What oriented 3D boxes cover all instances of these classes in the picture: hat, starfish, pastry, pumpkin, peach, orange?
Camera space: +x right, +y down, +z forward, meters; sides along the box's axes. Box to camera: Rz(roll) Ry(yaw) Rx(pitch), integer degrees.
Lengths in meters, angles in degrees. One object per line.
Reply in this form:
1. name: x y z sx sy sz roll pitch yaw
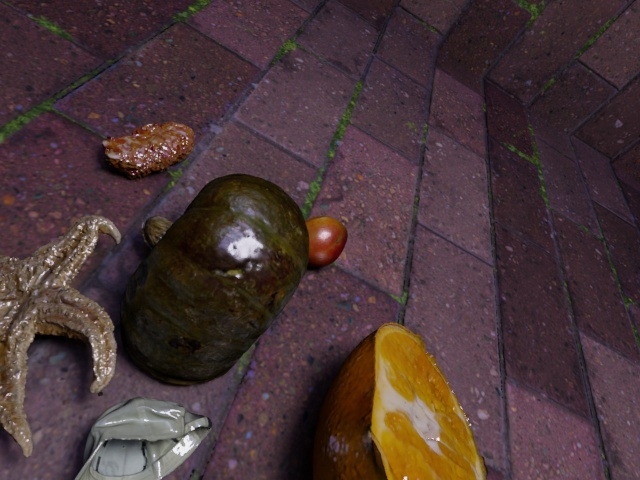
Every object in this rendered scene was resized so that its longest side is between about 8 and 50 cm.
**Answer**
1. hat: -0.216 0.248 0.483 0.166 0.081 0.122 -57 133 -32
2. starfish: -0.382 0.085 0.510 0.303 0.060 0.299 10 55 -9
3. pastry: -0.299 -0.157 0.762 0.087 0.063 0.169 42 48 17
4. pumpkin: -0.142 0.010 0.608 0.242 0.232 0.325 27 41 -7
5. peach: 0.001 0.000 0.791 0.101 0.100 0.100 17 47 -20
6. orange: 0.113 0.267 0.540 0.274 0.274 0.310 15 5 -22
